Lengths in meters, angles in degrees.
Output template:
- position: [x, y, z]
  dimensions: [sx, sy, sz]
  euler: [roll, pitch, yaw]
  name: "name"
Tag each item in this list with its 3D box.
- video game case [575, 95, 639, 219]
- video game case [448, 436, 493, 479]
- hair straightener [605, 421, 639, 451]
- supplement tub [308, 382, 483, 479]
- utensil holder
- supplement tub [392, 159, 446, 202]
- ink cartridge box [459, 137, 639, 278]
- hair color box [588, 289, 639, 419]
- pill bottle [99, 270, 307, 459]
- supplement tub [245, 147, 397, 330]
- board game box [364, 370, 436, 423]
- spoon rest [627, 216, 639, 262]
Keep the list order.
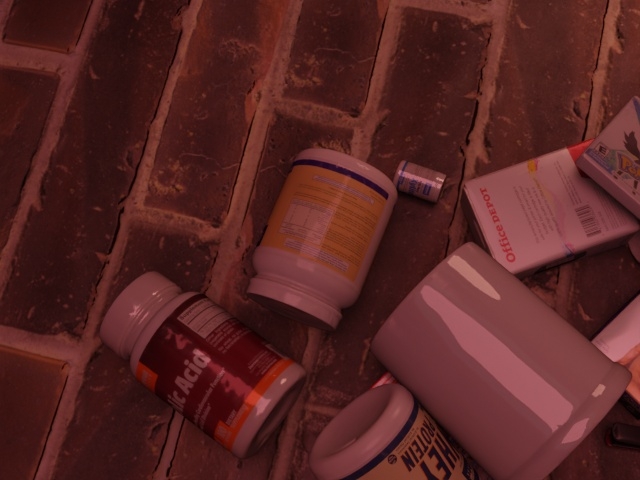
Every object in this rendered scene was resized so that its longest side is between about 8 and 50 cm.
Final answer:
- position: [0.722, -0.130, 1.653]
  dimensions: [0.329, 0.036, 0.300]
  euler: [43, 52, 9]
  name: "video game case"
- position: [0.318, 0.439, 1.630]
  dimensions: [0.122, 0.011, 0.087]
  euler: [31, 80, 13]
  name: "video game case"
- position: [0.691, 0.400, 1.563]
  dimensions: [0.230, 0.089, 0.047]
  euler: [13, 60, 10]
  name: "hair straightener"
- position: [0.161, 0.458, 1.485]
  dimensions: [0.235, 0.235, 0.325]
  euler: [-41, 98, -7]
  name: "supplement tub"
- position: [0.332, 0.240, 1.525]
  dimensions: [0.327, 0.327, 0.385]
  euler: [-45, 74, -8]
  name: "utensil holder"
- position: [0.221, -0.132, 1.773]
  dimensions: [0.107, 0.071, 0.071]
  euler: [20, 77, 12]
  name: "supplement tub"
- position: [0.480, -0.056, 1.695]
  dimensions: [0.306, 0.131, 0.226]
  euler: [-19, 73, 1]
  name: "ink cartridge box"
- position: [0.708, 0.182, 1.618]
  dimensions: [0.339, 0.110, 0.185]
  euler: [-43, 76, -6]
  name: "hair color box"
- position: [-0.244, 0.246, 1.629]
  dimensions: [0.392, 0.224, 0.224]
  euler: [34, 80, 14]
  name: "pill bottle"
- position: [0.000, 0.000, 1.668]
  dimensions: [0.241, 0.241, 0.331]
  euler: [20, 77, 11]
  name: "supplement tub"
- position: [0.153, 0.363, 1.649]
  dimensions: [0.193, 0.045, 0.147]
  euler: [-44, 76, -7]
  name: "board game box"
- position: [0.668, -0.080, 1.695]
  dimensions: [0.084, 0.137, 0.276]
  euler: [-3, 61, 1]
  name: "spoon rest"
